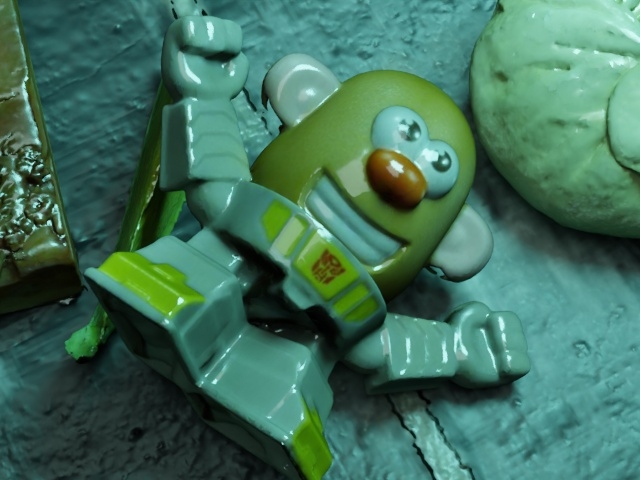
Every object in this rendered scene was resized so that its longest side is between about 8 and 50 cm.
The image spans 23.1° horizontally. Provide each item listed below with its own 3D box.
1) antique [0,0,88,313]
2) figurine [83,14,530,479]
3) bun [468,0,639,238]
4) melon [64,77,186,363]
[{"bbox_3d":[-0.252,-0.101,1.178,0.087,0.093,0.310,-13,72,-7],"label":"antique"},{"bbox_3d":[-0.001,-0.001,1.108,0.285,0.342,0.167,-48,34,-20],"label":"figurine"},{"bbox_3d":[0.234,-0.126,1.175,0.259,0.160,0.259,0,73,-1],"label":"bun"},{"bbox_3d":[-0.123,-0.027,1.151,0.053,0.114,0.261,21,74,-9],"label":"melon"}]
